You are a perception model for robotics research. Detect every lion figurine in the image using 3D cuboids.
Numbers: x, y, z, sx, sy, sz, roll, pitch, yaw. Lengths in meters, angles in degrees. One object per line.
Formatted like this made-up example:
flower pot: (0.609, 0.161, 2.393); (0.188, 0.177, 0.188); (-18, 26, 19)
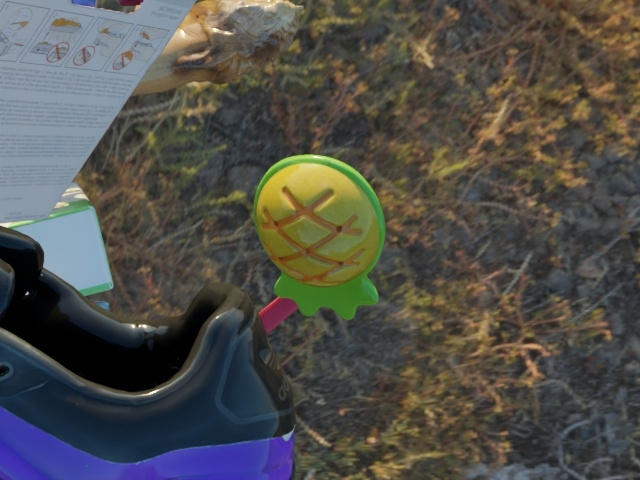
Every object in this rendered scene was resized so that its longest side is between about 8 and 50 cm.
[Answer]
lion figurine: (-0.227, -0.229, 1.361); (0.392, 0.240, 0.142); (-31, 122, -26)

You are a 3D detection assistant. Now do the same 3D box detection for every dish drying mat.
dish drying mat: (-0.051, 0.092, 1.500); (0.083, 0.008, 0.032); (-39, 114, -21)

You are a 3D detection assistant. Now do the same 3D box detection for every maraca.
maraca: (0.000, 0.000, 1.033); (0.127, 0.185, 0.099); (6, 36, 17)

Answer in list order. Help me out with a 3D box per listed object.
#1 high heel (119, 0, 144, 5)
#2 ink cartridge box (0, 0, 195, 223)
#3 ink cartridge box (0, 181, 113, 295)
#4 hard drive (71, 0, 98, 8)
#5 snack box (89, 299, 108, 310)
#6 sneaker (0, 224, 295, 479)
high heel: (-0.215, -0.340, 1.053); (0.244, 0.117, 0.082); (49, 29, -38)
ink cartridge box: (-0.198, -0.103, 0.710); (0.056, 0.181, 0.224); (43, 111, 17)
ink cartridge box: (-0.394, 0.011, 1.429); (0.198, 0.273, 0.114); (-15, 103, -14)
hard drive: (-0.492, -0.313, 1.554); (0.319, 0.210, 0.040); (14, 40, -9)
snack box: (-0.336, 0.244, 1.358); (0.060, 0.187, 0.321); (5, 96, 13)
sneaker: (-0.152, 0.061, 0.393); (0.294, 0.102, 0.146); (-3, 110, -7)
